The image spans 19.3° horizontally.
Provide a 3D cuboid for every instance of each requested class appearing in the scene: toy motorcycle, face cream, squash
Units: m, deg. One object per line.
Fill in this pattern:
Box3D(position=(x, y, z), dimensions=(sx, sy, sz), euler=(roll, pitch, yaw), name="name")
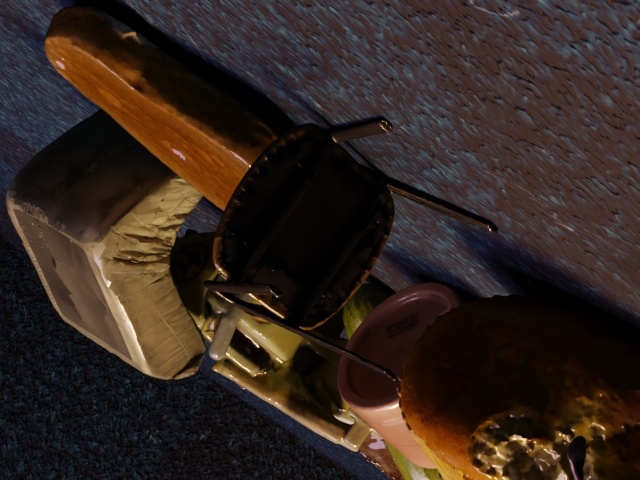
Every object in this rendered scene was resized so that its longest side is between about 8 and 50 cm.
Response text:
Box3D(position=(-0.033, 0.101, 2.103), dimensions=(0.410, 0.168, 0.237), euler=(32, 176, -3), name="toy motorcycle")
Box3D(position=(0.104, 0.127, 1.782), dimensions=(0.104, 0.149, 0.149), euler=(44, 167, -31), name="face cream")
Box3D(position=(0.083, 0.157, 1.963), dimensions=(0.069, 0.069, 0.239), euler=(113, 138, -79), name="squash")

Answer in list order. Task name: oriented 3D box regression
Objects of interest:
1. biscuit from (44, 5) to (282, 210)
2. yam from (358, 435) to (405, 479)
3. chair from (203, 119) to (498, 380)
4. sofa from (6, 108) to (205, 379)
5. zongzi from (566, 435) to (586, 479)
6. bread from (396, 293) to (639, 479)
Box3D(position=(-0.103, -0.099, 1.720), dimensions=(0.344, 0.057, 0.287), euler=(39, 170, -12), name="biscuit")
Box3D(position=(0.121, 0.242, 2.319), dimensions=(0.280, 0.131, 0.131), euler=(41, 169, -20), name="yam")
Box3D(position=(0.000, 0.000, 1.542), dimensions=(0.172, 0.158, 0.247), euler=(40, 168, -30), name="chair")
Box3D(position=(-0.192, 0.002, 1.981), dimensions=(0.210, 0.176, 0.225), euler=(24, 145, 46), name="sofa")
Box3D(position=(0.401, 0.347, 1.390), dimensions=(0.500, 0.218, 0.467), euler=(18, 172, 25), name="zongzi")
Box3D(position=(0.185, 0.144, 1.520), dimensions=(0.250, 0.179, 0.133), euler=(29, 162, 38), name="bread")
